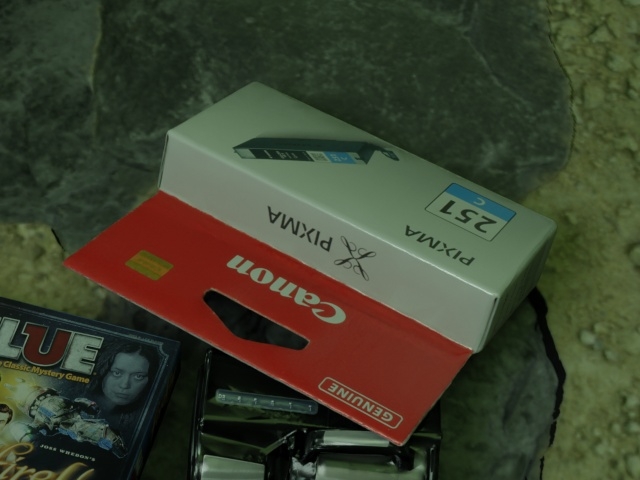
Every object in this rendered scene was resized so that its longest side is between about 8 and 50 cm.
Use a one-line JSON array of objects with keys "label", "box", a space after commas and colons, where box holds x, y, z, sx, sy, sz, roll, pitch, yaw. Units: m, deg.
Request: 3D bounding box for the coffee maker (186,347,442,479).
[{"label": "coffee maker", "box": [-0.007, 0.138, 0.969, 0.178, 0.120, 0.171, 9, 34, -4]}]

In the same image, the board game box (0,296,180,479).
[{"label": "board game box", "box": [-0.238, 0.117, 0.910, 0.243, 0.042, 0.165, 13, 51, 5]}]

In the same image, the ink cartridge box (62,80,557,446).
[{"label": "ink cartridge box", "box": [0.000, 0.000, 0.998, 0.296, 0.066, 0.261, 26, 36, 17]}]
